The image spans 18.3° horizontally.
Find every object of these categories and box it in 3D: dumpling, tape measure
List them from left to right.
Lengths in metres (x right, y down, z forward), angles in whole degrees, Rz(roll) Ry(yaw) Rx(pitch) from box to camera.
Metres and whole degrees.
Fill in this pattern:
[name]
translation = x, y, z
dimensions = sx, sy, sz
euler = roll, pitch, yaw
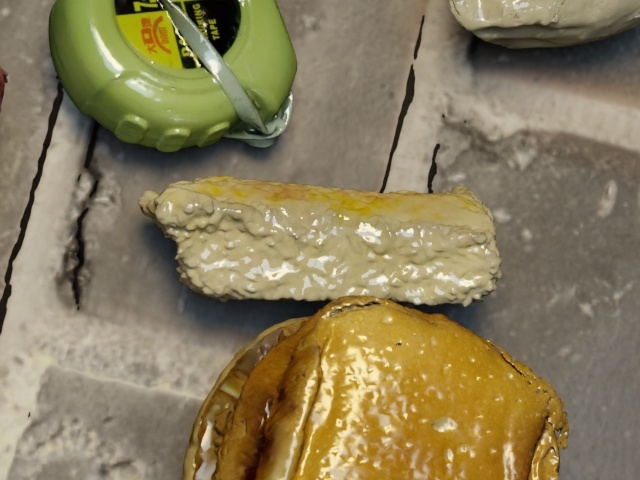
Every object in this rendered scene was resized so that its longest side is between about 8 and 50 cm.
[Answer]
[tape measure]
translation = -0.106, -0.150, 1.408
dimensions = 0.175, 0.106, 0.200
euler = -16, 82, -24
[dumpling]
translation = 0.168, -0.222, 1.442
dimensions = 0.247, 0.142, 0.173
euler = -12, 78, -39

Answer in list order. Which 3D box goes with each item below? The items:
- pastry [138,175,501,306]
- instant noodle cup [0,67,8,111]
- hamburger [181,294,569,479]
[pastry]
translation = 0.003, 0.000, 1.378
dimensions = 0.258, 0.121, 0.089
euler = 0, 93, -8
[instant noodle cup]
translation = -0.325, -0.026, 1.306
dimensions = 0.244, 0.244, 0.255
euler = 17, 68, -3
[hamburger]
translation = 0.034, 0.157, 1.333
dimensions = 0.244, 0.163, 0.244
euler = 4, 74, -15
